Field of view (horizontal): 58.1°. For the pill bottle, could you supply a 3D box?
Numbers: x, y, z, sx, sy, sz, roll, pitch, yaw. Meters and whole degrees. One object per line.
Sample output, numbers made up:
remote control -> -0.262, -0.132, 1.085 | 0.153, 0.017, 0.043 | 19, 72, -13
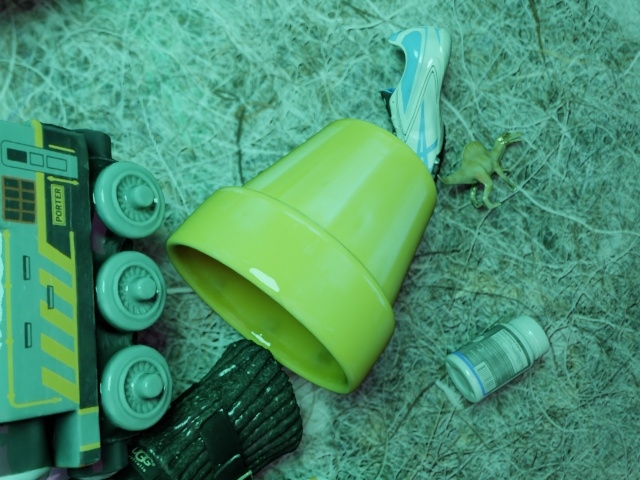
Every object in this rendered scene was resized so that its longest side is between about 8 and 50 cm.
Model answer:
pill bottle -> 0.259, 0.169, 0.842 | 0.137, 0.078, 0.078 | -28, 107, -13

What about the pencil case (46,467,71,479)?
pencil case -> -0.312, 0.140, 0.623 | 0.124, 0.114, 0.273 | -29, 109, -40

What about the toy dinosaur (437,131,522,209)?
toy dinosaur -> 0.216, -0.090, 0.797 | 0.183, 0.053, 0.092 | -32, 103, -30

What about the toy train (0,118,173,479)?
toy train -> -0.244, 0.050, 0.515 | 0.190, 0.142, 0.333 | 8, 74, -56

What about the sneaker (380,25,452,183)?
sneaker -> 0.121, -0.152, 0.748 | 0.086, 0.085, 0.237 | 5, 108, 16

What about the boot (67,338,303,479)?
boot -> -0.146, 0.306, 0.697 | 0.260, 0.131, 0.347 | -37, 149, -41

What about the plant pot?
plant pot -> 0.000, 0.000, 0.649 | 0.254, 0.254, 0.239 | 46, 67, -20

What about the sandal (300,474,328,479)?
sandal -> 0.016, 0.372, 0.793 | 0.265, 0.076, 0.101 | -2, 114, -5
